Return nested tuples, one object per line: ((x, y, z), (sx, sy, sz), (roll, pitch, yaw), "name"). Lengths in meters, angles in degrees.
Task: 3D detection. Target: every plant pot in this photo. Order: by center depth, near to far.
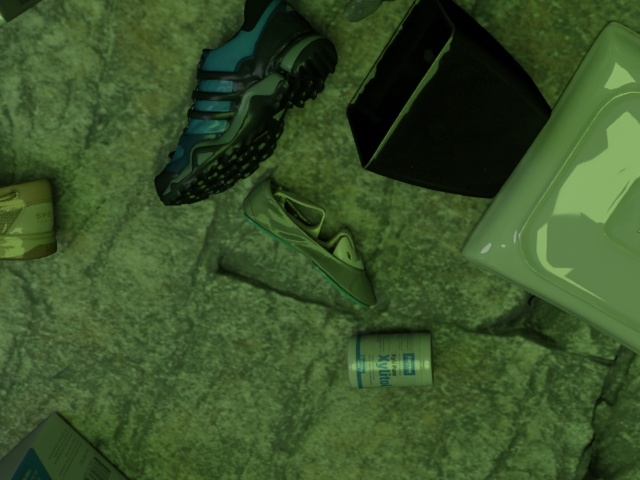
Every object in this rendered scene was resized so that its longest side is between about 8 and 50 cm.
((0.156, -0.158, 1.609), (0.167, 0.187, 0.188), (26, 111, -18), "plant pot")

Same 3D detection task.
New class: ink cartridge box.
((-0.310, 0.413, 1.833), (0.129, 0.223, 0.307), (-41, 101, 18), "ink cartridge box")

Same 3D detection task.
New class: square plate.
((0.404, -0.034, 1.690), (0.344, 0.049, 0.347), (29, 110, -5), "square plate")

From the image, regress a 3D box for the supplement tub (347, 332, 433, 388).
((0.090, 0.154, 1.779), (0.107, 0.071, 0.071), (-3, 110, 8), "supplement tub")

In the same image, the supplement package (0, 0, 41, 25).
((-0.504, -0.282, 1.624), (0.292, 0.177, 0.175), (-24, 106, 14), "supplement package")

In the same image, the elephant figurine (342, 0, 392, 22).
((0.082, -0.404, 1.551), (0.169, 0.186, 0.239), (-22, 98, 58), "elephant figurine")

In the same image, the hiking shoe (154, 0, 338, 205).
((-0.107, -0.167, 1.682), (0.304, 0.113, 0.132), (-45, 70, 25), "hiking shoe")

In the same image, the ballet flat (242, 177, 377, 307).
((0.000, 0.000, 1.733), (0.213, 0.072, 0.068), (37, 105, -7), "ballet flat")

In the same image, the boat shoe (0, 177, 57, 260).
((-0.501, -0.035, 1.755), (0.341, 0.121, 0.110), (0, 99, 3), "boat shoe")
